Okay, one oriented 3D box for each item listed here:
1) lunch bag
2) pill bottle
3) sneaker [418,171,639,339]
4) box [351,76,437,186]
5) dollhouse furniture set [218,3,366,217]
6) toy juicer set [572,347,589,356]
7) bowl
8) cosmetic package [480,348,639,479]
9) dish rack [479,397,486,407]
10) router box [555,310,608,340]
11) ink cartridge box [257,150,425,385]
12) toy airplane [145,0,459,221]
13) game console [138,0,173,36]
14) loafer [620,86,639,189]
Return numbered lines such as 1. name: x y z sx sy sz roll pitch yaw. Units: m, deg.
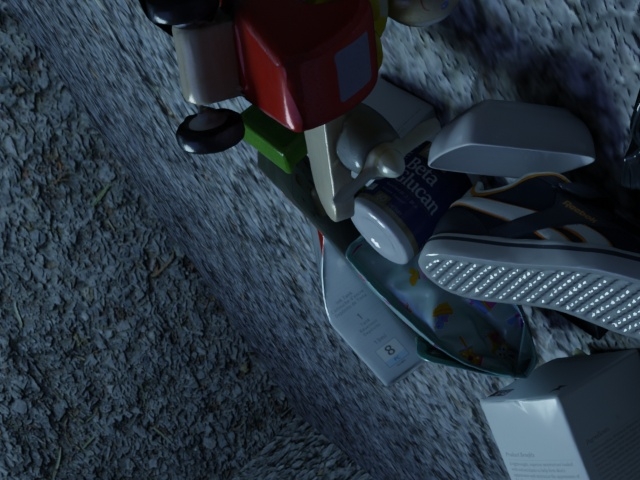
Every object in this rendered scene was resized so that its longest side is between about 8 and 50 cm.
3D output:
1. lunch bag: 0.167 0.067 1.324 0.262 0.160 0.223 47 -176 3
2. pill bottle: 0.121 -0.061 1.171 0.094 0.169 0.094 43 165 15
3. sneaker: 0.259 0.006 1.017 0.321 0.127 0.126 13 151 32
4. box: 0.079 -0.124 1.262 0.102 0.101 0.087 34 160 36
5. dollhouse furniture set: -0.075 -0.183 1.448 0.301 0.151 0.197 39 163 30
6. toy juicer set: 0.446 0.302 1.359 0.209 0.089 0.329 25 153 57
7. bowl: 0.185 -0.100 1.022 0.142 0.053 0.142 4 173 -13
8. cosmetic package: 0.327 0.250 1.287 0.151 0.151 0.184 -19 92 59
9. dish rack: 0.420 0.371 1.650 0.333 0.072 0.285 52 165 -19
10. router box: 0.278 0.024 1.196 0.133 0.046 0.179 37 162 34
11. ink cartridge box: 0.000 0.000 1.562 0.385 0.091 0.308 48 -167 -21
12. toy airplane: -0.002 -0.237 0.984 0.386 0.272 0.385 71 -168 -76
13. game console: -0.246 -0.420 1.532 0.213 0.044 0.361 38 162 33
14. loafer: 0.289 -0.096 0.850 0.061 0.062 0.170 17 158 20
